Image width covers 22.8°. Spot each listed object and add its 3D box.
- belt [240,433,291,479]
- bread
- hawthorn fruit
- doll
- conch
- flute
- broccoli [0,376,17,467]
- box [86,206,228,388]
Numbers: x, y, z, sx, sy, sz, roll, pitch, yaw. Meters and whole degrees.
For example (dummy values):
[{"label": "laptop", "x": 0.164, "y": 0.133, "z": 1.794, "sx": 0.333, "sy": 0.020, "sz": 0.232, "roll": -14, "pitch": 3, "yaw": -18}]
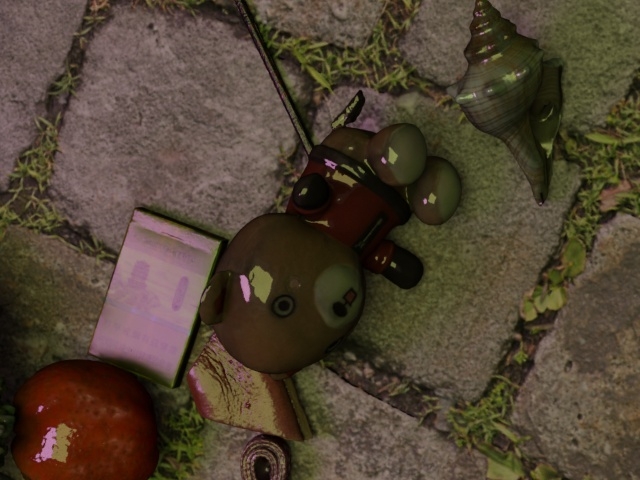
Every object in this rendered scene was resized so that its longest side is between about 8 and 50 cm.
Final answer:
[{"label": "belt", "x": -0.069, "y": 0.347, "z": 1.897, "sx": 0.071, "sy": 0.053, "sz": 0.232, "roll": 0, "pitch": 92, "yaw": 7}, {"label": "bread", "x": -0.095, "y": 0.162, "z": 1.888, "sx": 0.119, "sy": 0.067, "sz": 0.192, "roll": -18, "pitch": 88, "yaw": 5}, {"label": "hawthorn fruit", "x": -0.279, "y": 0.229, "z": 1.888, "sx": 0.189, "sy": 0.189, "sz": 0.189, "roll": 1, "pitch": 92, "yaw": 15}, {"label": "doll", "x": 0.000, "y": 0.000, "z": 1.794, "sx": 0.174, "sy": 0.235, "sz": 0.330, "roll": 32, "pitch": 82, "yaw": 36}, {"label": "conch", "x": 0.209, "y": -0.171, "z": 1.780, "sx": 0.114, "sy": 0.234, "sz": 0.137, "roll": 20, "pitch": 64, "yaw": 37}, {"label": "flute", "x": -0.045, "y": -0.176, "z": 1.892, "sx": 0.014, "sy": 0.014, "sz": 0.269, "roll": -26, "pitch": 86, "yaw": 14}, {"label": "broccoli", "x": -0.488, "y": 0.167, "z": 1.878, "sx": 0.324, "sy": 0.272, "sz": 0.334, "roll": -14, "pitch": 79, "yaw": 15}, {"label": "box", "x": -0.199, "y": 0.069, "z": 1.932, "sx": 0.121, "sy": 0.030, "sz": 0.193, "roll": 21, "pitch": 97, "yaw": 13}]
